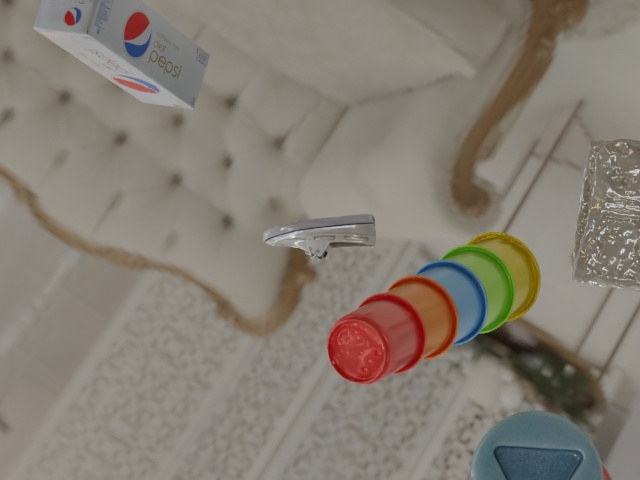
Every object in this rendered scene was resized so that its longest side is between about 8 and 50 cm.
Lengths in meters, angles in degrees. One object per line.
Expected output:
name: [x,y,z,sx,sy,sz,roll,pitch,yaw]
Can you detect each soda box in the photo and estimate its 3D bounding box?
soda box: [-0.204,-0.208,1.633,0.074,0.069,0.216,10,168,28]

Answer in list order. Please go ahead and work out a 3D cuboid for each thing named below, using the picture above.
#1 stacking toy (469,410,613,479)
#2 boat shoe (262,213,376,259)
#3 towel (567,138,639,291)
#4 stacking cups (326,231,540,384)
stacking toy: [0.186,0.336,1.537,0.279,0.309,0.130,53,174,10]
boat shoe: [0.000,0.000,1.362,0.100,0.035,0.035,-6,171,-6]
towel: [0.446,-0.018,1.865,0.282,0.187,0.049,11,-175,15]
stacking cups: [0.101,0.061,1.462,0.096,0.096,0.316,23,-160,27]
